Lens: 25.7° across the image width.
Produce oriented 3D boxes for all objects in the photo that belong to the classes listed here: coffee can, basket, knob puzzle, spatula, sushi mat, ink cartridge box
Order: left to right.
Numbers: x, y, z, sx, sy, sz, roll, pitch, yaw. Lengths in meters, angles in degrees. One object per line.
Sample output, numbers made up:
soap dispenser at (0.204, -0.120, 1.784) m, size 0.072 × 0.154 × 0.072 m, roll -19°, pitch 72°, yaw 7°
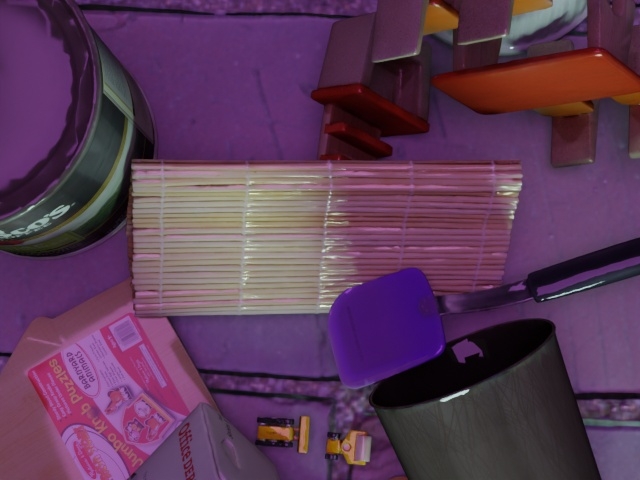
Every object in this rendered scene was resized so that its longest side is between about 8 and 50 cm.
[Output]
coffee can at (-0.245, -0.094, 1.090) m, size 0.202 × 0.275 × 0.201 m, roll 0°, pitch 85°, yaw 2°
knob puzzle at (-0.193, 0.149, 1.190) m, size 0.213 × 0.030 × 0.213 m, roll 0°, pitch 85°, yaw 1°
ink cartridge box at (-0.127, 0.255, 1.093) m, size 0.092 × 0.160 × 0.219 m, roll 42°, pitch 96°, yaw -19°
sushi mat at (0.000, 0.000, 1.145) m, size 0.317 × 0.019 × 0.151 m, roll -1°, pitch 127°, yaw -5°
spatula at (0.150, 0.043, 1.147) m, size 0.296 × 0.030 × 0.084 m, roll -16°, pitch 69°, yaw -2°
basket at (0.152, 0.198, 1.110) m, size 0.154 × 0.204 × 0.227 m, roll -20°, pitch 95°, yaw 16°

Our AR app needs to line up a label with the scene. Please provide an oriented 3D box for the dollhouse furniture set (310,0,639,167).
dollhouse furniture set at (0.124, -0.118, 1.105) m, size 0.259 × 0.262 × 0.135 m, roll -5°, pitch 71°, yaw 40°

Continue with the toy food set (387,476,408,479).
toy food set at (0.083, 0.243, 1.175) m, size 0.083 × 0.020 × 0.082 m, roll 13°, pitch 76°, yaw -2°

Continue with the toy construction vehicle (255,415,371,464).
toy construction vehicle at (-0.005, 0.191, 1.182) m, size 0.098 × 0.035 × 0.086 m, roll 0°, pitch 83°, yaw 9°

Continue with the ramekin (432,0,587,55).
ramekin at (0.154, -0.266, 1.177) m, size 0.207 × 0.109 × 0.207 m, roll 0°, pitch 86°, yaw 2°
